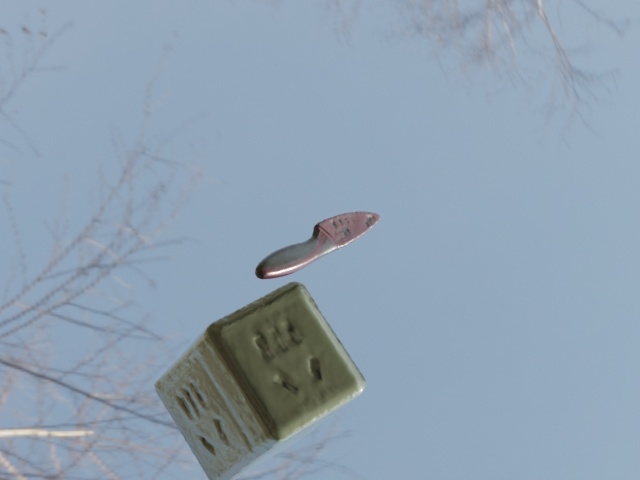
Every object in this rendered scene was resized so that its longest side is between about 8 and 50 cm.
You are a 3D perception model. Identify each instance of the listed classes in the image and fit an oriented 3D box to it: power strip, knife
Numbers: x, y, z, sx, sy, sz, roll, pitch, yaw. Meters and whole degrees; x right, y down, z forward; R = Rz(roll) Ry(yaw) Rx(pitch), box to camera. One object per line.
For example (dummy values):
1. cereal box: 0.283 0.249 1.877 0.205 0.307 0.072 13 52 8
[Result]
1. power strip: -0.078 0.164 1.380 0.140 0.139 0.224 56 -38 8
2. knife: 0.000 0.000 1.350 0.018 0.247 0.035 -36 -95 33
